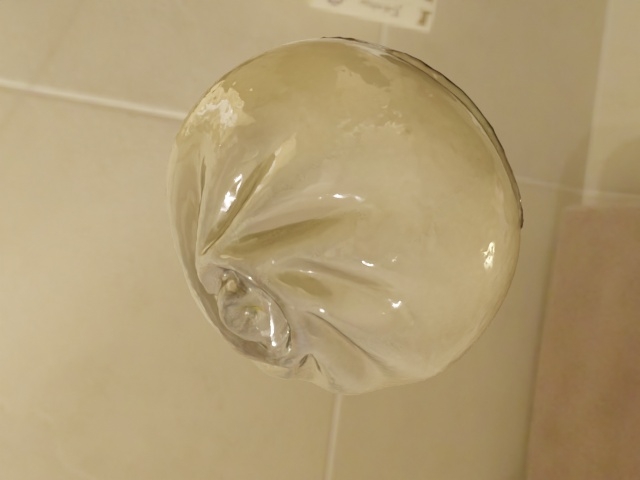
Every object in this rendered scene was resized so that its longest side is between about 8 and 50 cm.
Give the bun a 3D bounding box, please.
[{"bbox_3d":[0.000,0.000,0.442,0.173,0.172,0.120,7,-146,34],"label":"bun"}]
